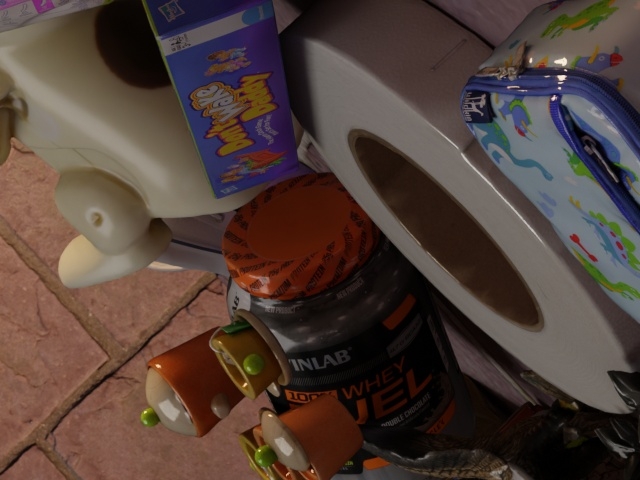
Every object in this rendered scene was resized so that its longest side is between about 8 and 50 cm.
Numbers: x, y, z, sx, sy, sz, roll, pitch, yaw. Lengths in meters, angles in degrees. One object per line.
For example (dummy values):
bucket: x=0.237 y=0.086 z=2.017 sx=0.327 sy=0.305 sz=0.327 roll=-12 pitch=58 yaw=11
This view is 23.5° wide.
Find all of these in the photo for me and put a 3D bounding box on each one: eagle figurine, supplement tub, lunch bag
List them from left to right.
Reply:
supplement tub: x=0.028 y=0.107 z=1.637 sx=0.207 sy=0.207 sz=0.338 roll=36 pitch=156 yaw=51
eagle figurine: x=0.169 y=0.216 z=1.443 sx=0.225 sy=0.298 sz=0.226 roll=11 pitch=-127 yaw=-43
lunch bag: x=0.182 y=-0.028 z=0.806 sx=0.219 sy=0.090 sz=0.176 roll=49 pitch=168 yaw=-19

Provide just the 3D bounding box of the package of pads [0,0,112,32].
package of pads: x=-0.325 y=-0.264 z=1.232 sx=0.101 sy=0.296 sz=0.229 roll=81 pitch=175 yaw=-78

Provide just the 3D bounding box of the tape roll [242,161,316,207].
tape roll: x=0.000 y=0.000 z=1.811 sx=0.189 sy=0.080 sz=0.189 roll=44 pitch=171 yaw=9

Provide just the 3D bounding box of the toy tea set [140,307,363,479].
toy tea set: x=-0.081 y=0.178 z=1.492 sx=0.200 sy=0.124 sz=0.336 roll=55 pitch=163 yaw=1

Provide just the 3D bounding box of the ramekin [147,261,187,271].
ramekin: x=-0.200 y=-0.059 z=2.120 sx=0.207 sy=0.207 sz=0.109 roll=46 pitch=180 yaw=5

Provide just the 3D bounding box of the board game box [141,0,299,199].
board game box: x=-0.098 y=-0.195 z=1.135 sx=0.347 sy=0.078 sz=0.233 roll=81 pitch=168 yaw=-74

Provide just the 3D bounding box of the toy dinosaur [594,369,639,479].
toy dinosaur: x=0.247 y=0.216 z=1.040 sx=0.321 sy=0.218 sz=0.164 roll=9 pitch=154 yaw=-14

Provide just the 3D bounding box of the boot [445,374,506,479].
boot: x=0.231 y=0.301 z=1.896 sx=0.203 sy=0.095 sz=0.262 roll=50 pitch=-173 yaw=-23

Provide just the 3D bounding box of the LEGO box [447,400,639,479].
LEGO box: x=0.380 y=0.458 z=1.680 sx=0.500 sy=0.193 sz=0.372 roll=52 pitch=169 yaw=-32

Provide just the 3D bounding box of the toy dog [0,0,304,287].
toy dog: x=-0.239 y=-0.185 z=1.500 sx=0.408 sy=0.284 sz=0.395 roll=50 pitch=158 yaw=-22

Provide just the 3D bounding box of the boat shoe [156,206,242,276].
boat shoe: x=-0.100 y=-0.045 z=1.933 sx=0.367 sy=0.156 sz=0.136 roll=13 pitch=-162 yaw=-47

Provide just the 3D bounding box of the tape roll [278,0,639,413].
tape roll: x=0.117 y=-0.029 z=1.157 sx=0.392 sy=0.072 sz=0.392 roll=46 pitch=172 yaw=8
